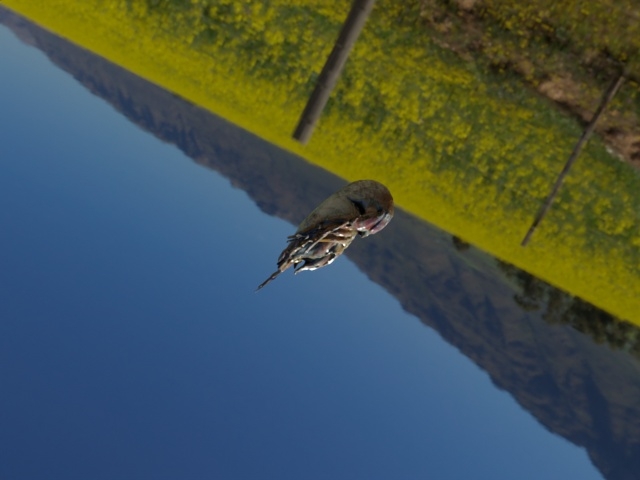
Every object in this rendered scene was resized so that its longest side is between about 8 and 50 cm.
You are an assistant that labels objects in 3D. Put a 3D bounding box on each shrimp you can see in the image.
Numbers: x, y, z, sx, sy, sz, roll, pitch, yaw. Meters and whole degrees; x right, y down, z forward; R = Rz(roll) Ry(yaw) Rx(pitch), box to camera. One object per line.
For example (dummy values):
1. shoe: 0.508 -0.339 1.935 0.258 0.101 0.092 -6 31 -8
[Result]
1. shrimp: 0.000 0.000 1.078 0.079 0.233 0.090 53 -175 10
